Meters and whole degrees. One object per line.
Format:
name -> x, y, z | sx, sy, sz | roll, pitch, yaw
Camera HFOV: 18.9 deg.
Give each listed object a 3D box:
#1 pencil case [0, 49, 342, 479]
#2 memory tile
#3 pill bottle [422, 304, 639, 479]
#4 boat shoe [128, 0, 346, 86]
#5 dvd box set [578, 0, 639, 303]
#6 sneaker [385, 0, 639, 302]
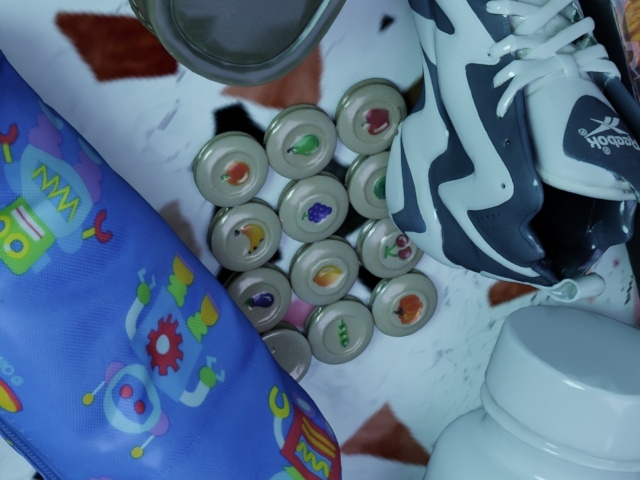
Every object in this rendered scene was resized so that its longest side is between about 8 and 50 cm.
pencil case -> -0.110, 0.045, 0.843 | 0.306, 0.119, 0.133 | 51, 46, -34
memory tile -> 0.000, 0.000, 0.941 | 0.113, 0.012, 0.148 | -20, 123, -14
pill bottle -> 0.111, 0.157, 1.002 | 0.131, 0.131, 0.229 | 5, 114, -27
boat shoe -> 0.017, -0.211, 0.787 | 0.110, 0.104, 0.307 | 36, 99, -26
dvd box set -> 0.352, -0.078, 1.017 | 0.420, 0.062, 0.308 | -23, 117, -12
sneaker -> 0.104, -0.079, 0.854 | 0.094, 0.153, 0.235 | -5, 116, -35
